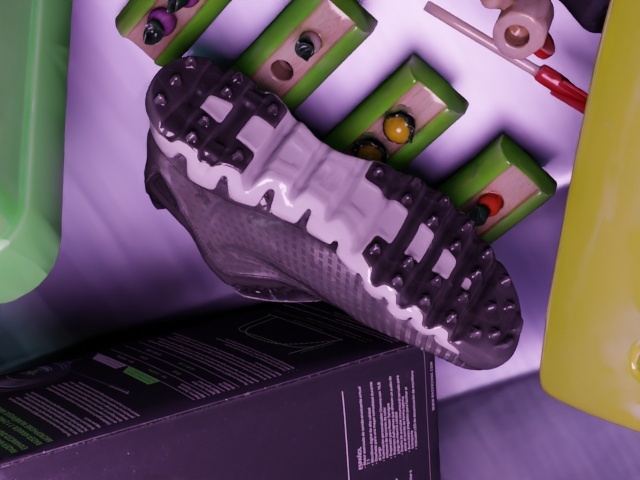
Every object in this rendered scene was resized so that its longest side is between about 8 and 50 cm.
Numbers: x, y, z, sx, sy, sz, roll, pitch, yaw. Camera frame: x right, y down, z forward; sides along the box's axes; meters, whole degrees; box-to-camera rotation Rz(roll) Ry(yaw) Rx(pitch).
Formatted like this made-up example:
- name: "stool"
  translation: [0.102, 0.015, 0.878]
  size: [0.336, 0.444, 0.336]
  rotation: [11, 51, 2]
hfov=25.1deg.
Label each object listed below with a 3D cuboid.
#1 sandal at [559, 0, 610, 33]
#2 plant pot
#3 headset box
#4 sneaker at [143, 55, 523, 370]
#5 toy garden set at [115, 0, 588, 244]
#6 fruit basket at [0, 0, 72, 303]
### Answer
- name: "sandal"
  translation: [0.268, -0.276, 0.666]
  size: [0.446, 0.167, 0.107]
  rotation: [-39, 79, 17]
- name: "plant pot"
  translation: [0.265, -0.009, 0.683]
  size: [0.207, 0.227, 0.228]
  rotation: [28, 120, 40]
- name: "headset box"
  translation: [-0.079, 0.186, 0.778]
  size: [0.283, 0.131, 0.246]
  rotation: [-14, 107, -34]
- name: "sneaker"
  translation: [0.000, 0.000, 0.775]
  size: [0.234, 0.078, 0.106]
  rotation: [34, 144, 1]
- name: "toy garden set"
  translation: [0.031, -0.094, 0.764]
  size: [0.244, 0.049, 0.204]
  rotation: [40, 128, -11]
- name: "fruit basket"
  translation: [-0.307, -0.038, 0.773]
  size: [0.392, 0.282, 0.392]
  rotation: [-2, 153, -1]
